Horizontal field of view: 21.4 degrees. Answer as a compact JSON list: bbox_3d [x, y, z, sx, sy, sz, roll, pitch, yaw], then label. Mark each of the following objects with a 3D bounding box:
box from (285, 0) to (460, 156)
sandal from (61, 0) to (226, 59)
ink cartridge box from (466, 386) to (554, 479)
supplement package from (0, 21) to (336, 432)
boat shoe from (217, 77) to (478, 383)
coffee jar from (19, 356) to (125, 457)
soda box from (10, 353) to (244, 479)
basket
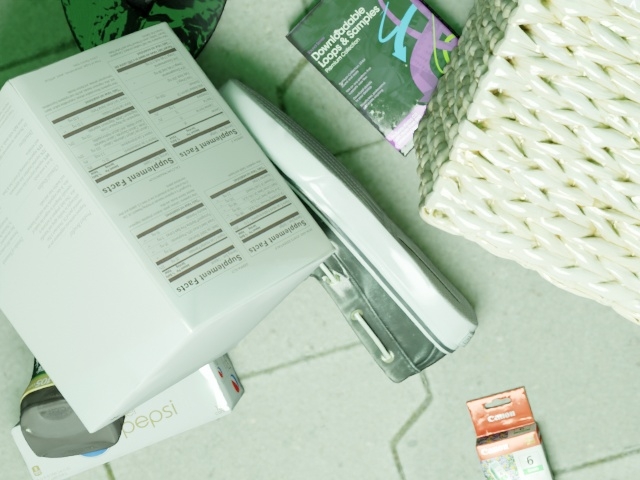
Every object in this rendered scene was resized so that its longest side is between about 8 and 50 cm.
[{"bbox_3d":[0.063,-0.175,1.583,0.162,0.029,0.116,45,103,-2],"label":"box"},{"bbox_3d":[-0.136,-0.350,1.536,0.167,0.107,0.446,20,103,4],"label":"sandal"},{"bbox_3d":[0.185,0.206,1.641,0.062,0.029,0.115,-16,99,11],"label":"ink cartridge box"},{"bbox_3d":[-0.170,-0.014,1.505,0.263,0.198,0.199,53,134,7],"label":"supplement package"},{"bbox_3d":[0.000,0.000,1.579,0.119,0.121,0.335,-42,95,9],"label":"boat shoe"},{"bbox_3d":[-0.228,0.118,1.599,0.096,0.184,0.079,-13,132,10],"label":"coffee jar"},{"bbox_3d":[-0.189,0.167,1.663,0.216,0.074,0.069,-23,98,12],"label":"soda box"},{"bbox_3d":[0.263,-0.107,1.406,0.331,0.328,0.266,26,106,-5],"label":"basket"}]
